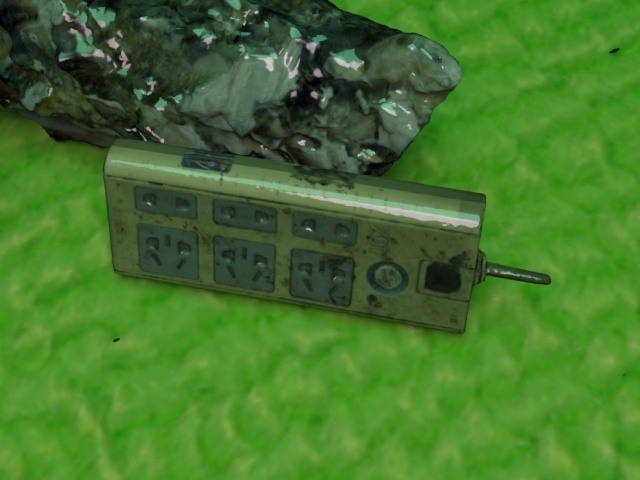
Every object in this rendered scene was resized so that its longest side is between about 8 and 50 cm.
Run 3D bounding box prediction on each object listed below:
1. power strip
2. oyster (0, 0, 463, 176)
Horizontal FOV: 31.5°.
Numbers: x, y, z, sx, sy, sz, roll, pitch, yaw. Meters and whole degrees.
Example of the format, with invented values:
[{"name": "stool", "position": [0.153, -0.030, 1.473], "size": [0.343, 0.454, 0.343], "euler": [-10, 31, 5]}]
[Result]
[{"name": "power strip", "position": [0.000, 0.000, 0.659], "size": [0.267, 0.092, 0.034], "euler": [10, 40, 7]}, {"name": "oyster", "position": [-0.070, -0.121, 0.707], "size": [0.350, 0.158, 0.162], "euler": [16, 97, 25]}]
